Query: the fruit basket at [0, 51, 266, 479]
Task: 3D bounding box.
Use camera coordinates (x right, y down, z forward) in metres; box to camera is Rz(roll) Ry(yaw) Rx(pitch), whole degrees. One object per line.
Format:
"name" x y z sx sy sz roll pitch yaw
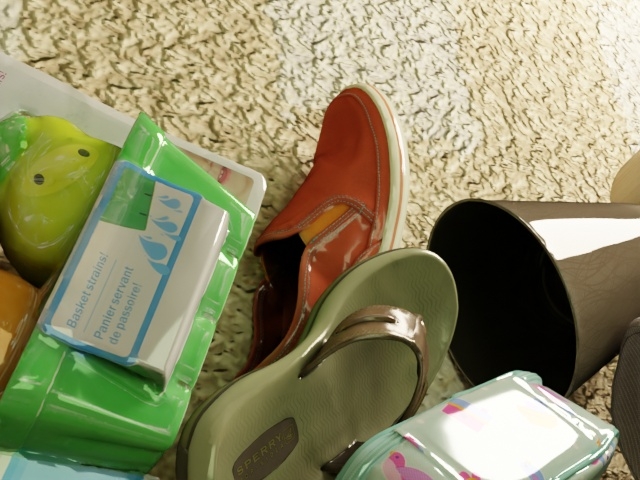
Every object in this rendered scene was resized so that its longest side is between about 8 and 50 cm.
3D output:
"fruit basket" -0.230 0.002 0.659 0.353 0.165 0.327 30 54 -16

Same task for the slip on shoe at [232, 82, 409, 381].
"slip on shoe" 0.000 0.000 0.853 0.101 0.123 0.331 23 61 -20

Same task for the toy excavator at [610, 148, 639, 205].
"toy excavator" 0.507 0.126 1.053 0.432 0.222 0.445 14 61 -8

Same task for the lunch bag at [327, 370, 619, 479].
"lunch bag" 0.083 0.221 0.719 0.108 0.224 0.279 37 30 29

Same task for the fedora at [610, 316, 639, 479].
"fedora" 0.338 0.145 0.892 0.124 0.243 0.276 -10 97 -13

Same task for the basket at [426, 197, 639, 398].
"basket" 0.237 0.040 0.977 0.226 0.154 0.204 -14 76 -42

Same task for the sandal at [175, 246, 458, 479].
"sandal" 0.025 0.105 0.703 0.303 0.086 0.120 -39 111 -46
